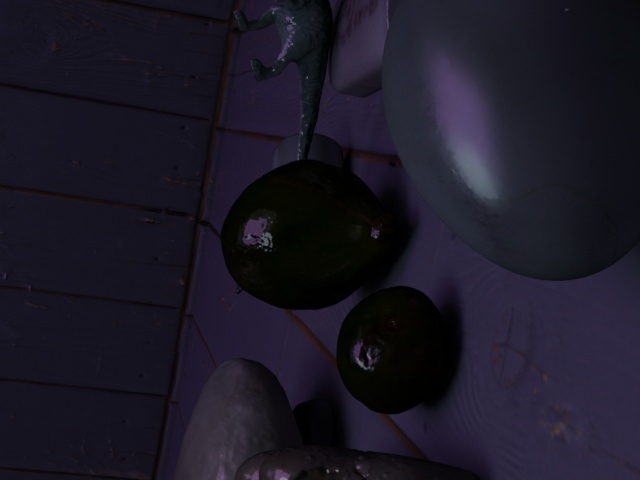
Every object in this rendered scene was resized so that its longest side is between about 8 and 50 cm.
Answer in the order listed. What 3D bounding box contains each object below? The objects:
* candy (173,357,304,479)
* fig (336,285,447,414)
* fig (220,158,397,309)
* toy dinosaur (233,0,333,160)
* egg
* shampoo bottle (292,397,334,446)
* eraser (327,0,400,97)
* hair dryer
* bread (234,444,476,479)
[{"bbox_3d":[-0.105,0.367,1.318,0.386,0.186,0.427,116,154,-67],"label":"candy"},{"bbox_3d":[0.066,0.125,1.005,0.177,0.117,0.117,101,172,-57],"label":"fig"},{"bbox_3d":[0.000,0.000,1.199,0.245,0.195,0.195,13,94,48],"label":"fig"},{"bbox_3d":[-0.053,-0.226,1.280,0.076,0.129,0.383,-92,11,-58],"label":"toy dinosaur"},{"bbox_3d":[0.135,-0.091,0.662,0.183,0.183,0.264,114,155,-48],"label":"egg"},{"bbox_3d":[-0.020,0.260,1.381,0.165,0.040,0.080,143,130,-70],"label":"shampoo bottle"},{"bbox_3d":[0.085,-0.272,1.193,0.270,0.094,0.174,-177,98,-76],"label":"eraser"},{"bbox_3d":[-0.065,0.007,1.540,0.357,0.107,0.173,126,151,-51],"label":"hair dryer"},{"bbox_3d":[0.014,0.249,0.958,0.337,0.183,0.102,141,145,-69],"label":"bread"}]
